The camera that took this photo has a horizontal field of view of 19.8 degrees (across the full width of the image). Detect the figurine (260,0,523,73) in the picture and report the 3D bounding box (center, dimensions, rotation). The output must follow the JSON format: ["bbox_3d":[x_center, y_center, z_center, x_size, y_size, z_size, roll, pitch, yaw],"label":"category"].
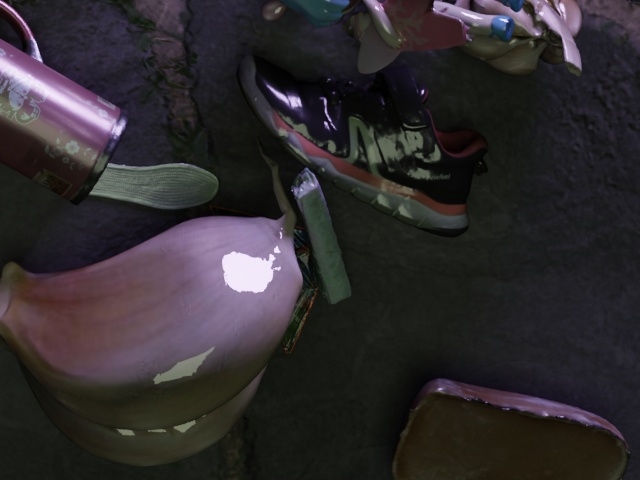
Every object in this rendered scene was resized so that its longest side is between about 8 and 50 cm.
[{"bbox_3d":[0.075,-0.268,1.786,0.260,0.103,0.205,15,84,20],"label":"figurine"}]

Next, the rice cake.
[{"bbox_3d":[0.000,-0.001,1.880,0.033,0.033,0.207,-28,143,-8],"label":"rice cake"}]

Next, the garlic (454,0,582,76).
[{"bbox_3d":[0.213,-0.211,1.826,0.131,0.194,0.127,0,123,-34],"label":"garlic"}]

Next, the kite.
[{"bbox_3d":[-0.055,0.033,1.949,0.159,0.010,0.190,-28,107,2],"label":"kite"}]

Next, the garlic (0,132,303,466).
[{"bbox_3d":[-0.141,0.098,1.873,0.340,0.246,0.231,-28,141,0],"label":"garlic"}]

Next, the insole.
[{"bbox_3d":[-0.182,-0.060,1.909,0.153,0.002,0.053,8,106,-9],"label":"insole"}]

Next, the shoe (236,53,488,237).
[{"bbox_3d":[0.052,-0.118,1.863,0.291,0.114,0.137,29,102,-15],"label":"shoe"}]

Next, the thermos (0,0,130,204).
[{"bbox_3d":[-0.350,-0.173,1.799,0.330,0.109,0.136,30,101,-14],"label":"thermos"}]

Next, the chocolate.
[{"bbox_3d":[0.204,0.222,2.001,0.261,0.083,0.161,17,121,-11],"label":"chocolate"}]
